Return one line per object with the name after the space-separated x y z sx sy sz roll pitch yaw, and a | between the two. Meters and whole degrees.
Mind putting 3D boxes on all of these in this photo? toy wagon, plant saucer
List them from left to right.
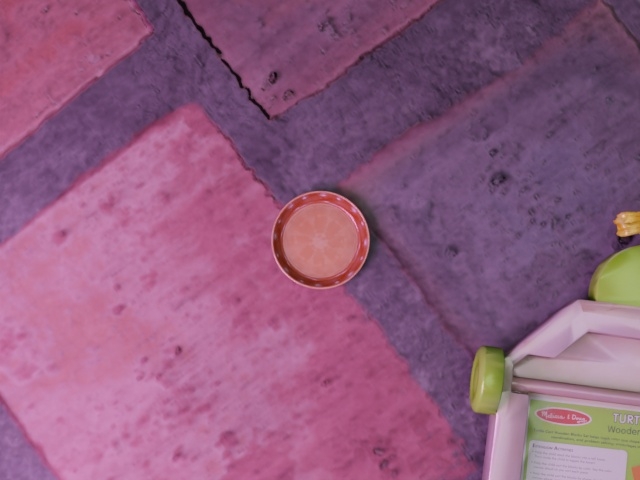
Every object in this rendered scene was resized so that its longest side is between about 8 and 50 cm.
0.000 0.000 0.980 0.083 0.013 0.084 0 85 0 | plant saucer
0.254 0.148 0.944 0.267 0.068 0.344 8 84 0 | toy wagon
